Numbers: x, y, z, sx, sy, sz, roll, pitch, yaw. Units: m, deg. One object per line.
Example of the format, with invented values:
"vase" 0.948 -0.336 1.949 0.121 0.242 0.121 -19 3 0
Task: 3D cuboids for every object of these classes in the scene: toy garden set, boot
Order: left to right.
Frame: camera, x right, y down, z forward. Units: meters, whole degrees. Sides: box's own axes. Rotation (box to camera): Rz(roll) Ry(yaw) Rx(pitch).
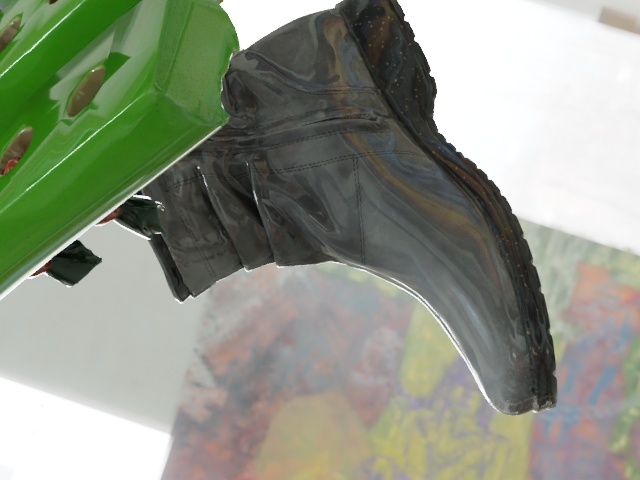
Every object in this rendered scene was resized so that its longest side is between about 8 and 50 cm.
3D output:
"toy garden set" -0.082 -0.055 0.453 0.204 0.049 0.244 -34 33 31
"boot" 0.000 0.000 0.989 0.118 0.223 0.338 85 162 -60
